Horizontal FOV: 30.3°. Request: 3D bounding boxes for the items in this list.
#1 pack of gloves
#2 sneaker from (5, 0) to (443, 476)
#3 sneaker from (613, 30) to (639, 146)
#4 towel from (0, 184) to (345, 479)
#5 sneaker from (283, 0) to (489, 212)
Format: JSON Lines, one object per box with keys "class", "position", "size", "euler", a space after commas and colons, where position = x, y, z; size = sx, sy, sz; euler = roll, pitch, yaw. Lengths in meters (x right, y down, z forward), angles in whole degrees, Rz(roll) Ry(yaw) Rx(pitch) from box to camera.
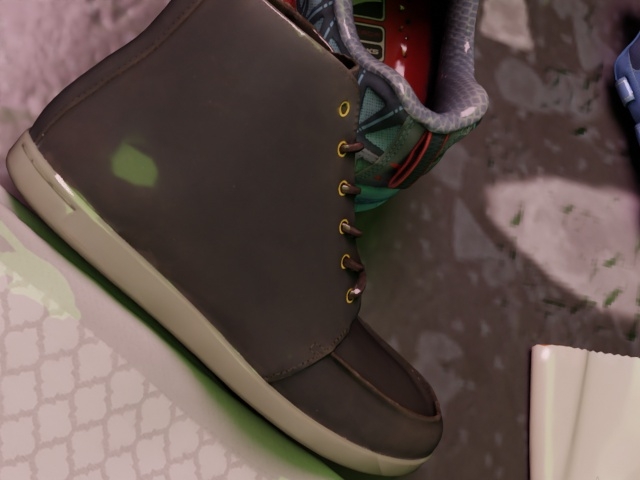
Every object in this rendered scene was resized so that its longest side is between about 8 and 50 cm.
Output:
{"class": "pack of gloves", "position": [0.193, 0.175, 0.589], "size": [0.195, 0.046, 0.232], "euler": [8, 78, -24]}
{"class": "sneaker", "position": [0.000, 0.000, 0.463], "size": [0.118, 0.083, 0.222], "euler": [-44, 118, 9]}
{"class": "sneaker", "position": [0.187, -0.074, 0.626], "size": [0.053, 0.059, 0.144], "euler": [2, 97, -57]}
{"class": "towel", "position": [-0.155, 0.123, 0.365], "size": [0.332, 0.053, 0.317], "euler": [45, 54, -23]}
{"class": "sneaker", "position": [0.032, -0.149, 0.517], "size": [0.104, 0.125, 0.262], "euler": [-3, 83, -27]}
